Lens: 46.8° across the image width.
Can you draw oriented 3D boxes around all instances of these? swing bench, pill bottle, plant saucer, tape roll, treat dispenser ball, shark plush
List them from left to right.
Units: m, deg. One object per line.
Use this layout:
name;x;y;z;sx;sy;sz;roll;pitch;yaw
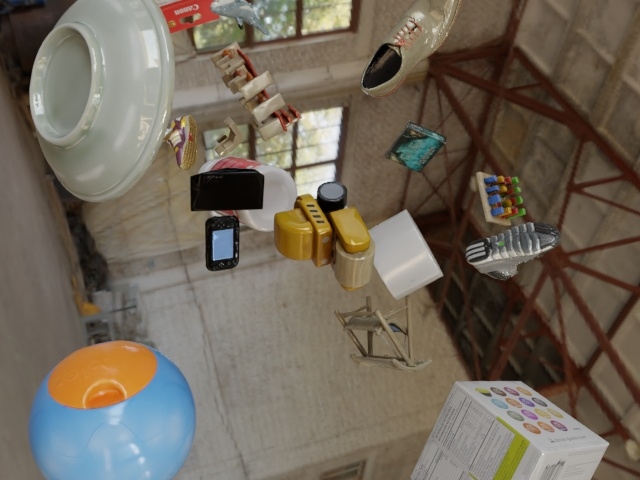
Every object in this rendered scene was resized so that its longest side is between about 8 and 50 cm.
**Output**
plant saucer;-0.420;-0.270;1.316;0.400;0.100;0.400;-3;-94;41
treat dispenser ball;-0.366;0.323;1.316;0.288;0.288;0.288;168;-90;-77
shark plush;-0.191;-0.524;1.738;0.161;0.073;0.067;34;56;-47
pill bottle;-0.281;-0.181;2.663;0.407;0.229;0.229;21;-55;51
swing bench;0.210;0.330;2.513;0.253;0.165;0.255;-9;-80;57
tape roll;0.259;0.046;2.355;0.246;0.169;0.246;59;10;-16

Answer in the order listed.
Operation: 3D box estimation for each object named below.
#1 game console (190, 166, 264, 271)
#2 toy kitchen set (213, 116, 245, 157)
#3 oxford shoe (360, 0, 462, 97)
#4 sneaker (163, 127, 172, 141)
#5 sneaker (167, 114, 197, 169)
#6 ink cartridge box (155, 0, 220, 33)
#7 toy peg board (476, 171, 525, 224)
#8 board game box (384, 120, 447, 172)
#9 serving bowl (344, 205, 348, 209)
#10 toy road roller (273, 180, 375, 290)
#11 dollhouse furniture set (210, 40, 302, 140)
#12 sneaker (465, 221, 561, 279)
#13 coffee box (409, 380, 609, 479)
game console;-0.277;-0.057;2.197;0.044;0.213;0.361;-107;-162;-51
toy kitchen set;-0.266;-0.287;2.004;0.068;0.083;0.075;46;-8;37
oxford shoe;0.226;-0.496;1.837;0.123;0.348;0.130;38;19;5
sneaker;-0.420;-0.272;1.927;0.037;0.083;0.032;32;-35;8
sneaker;-0.409;-0.277;2.149;0.069;0.084;0.185;55;30;-53
ink cartridge box;-0.421;-0.731;2.190;0.056;0.181;0.225;-92;165;-56
toy peg board;0.578;-0.140;2.343;0.079;0.160;0.161;-19;-106;35
board game box;0.286;-0.281;2.244;0.186;0.126;0.026;126;-16;-61
serving bowl;0.067;-0.085;2.579;0.083;0.083;0.027;91;-23;-45
toy road roller;0.000;0.000;2.213;0.202;0.240;0.329;91;-23;-46
dollhouse furniture set;-0.170;-0.428;2.110;0.262;0.135;0.259;51;-8;49
sneaker;0.478;0.033;1.788;0.132;0.228;0.086;47;40;-44
coffee box;0.525;0.625;2.091;0.334;0.337;0.338;36;-70;46
